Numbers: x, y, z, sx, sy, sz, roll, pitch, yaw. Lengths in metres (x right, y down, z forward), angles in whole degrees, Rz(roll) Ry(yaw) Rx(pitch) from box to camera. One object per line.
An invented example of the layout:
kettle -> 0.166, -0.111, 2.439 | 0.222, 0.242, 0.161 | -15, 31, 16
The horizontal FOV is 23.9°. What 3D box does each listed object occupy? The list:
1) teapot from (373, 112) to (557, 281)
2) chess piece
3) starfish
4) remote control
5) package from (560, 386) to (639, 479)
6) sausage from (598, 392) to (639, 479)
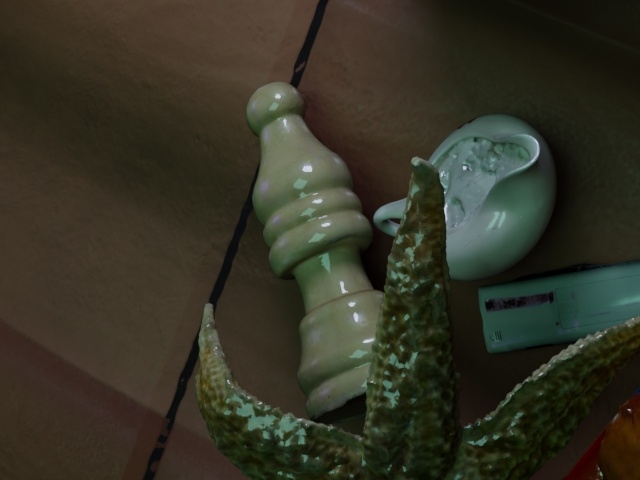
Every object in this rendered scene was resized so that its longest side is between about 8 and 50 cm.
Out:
teapot -> 0.131, -0.032, 1.265 | 0.226, 0.092, 0.145 | -24, 48, 50
chess piece -> 0.000, 0.000, 1.333 | 0.124, 0.139, 0.307 | -22, 76, 14
starfish -> 0.087, 0.154, 1.179 | 0.398, 0.132, 0.384 | 31, 101, -11
remote control -> 0.208, 0.054, 1.261 | 0.166, 0.029, 0.065 | -11, 85, 30
package -> 0.264, 0.172, 1.233 | 0.083, 0.022, 0.200 | 44, 112, 23
sausage -> 0.288, 0.223, 1.144 | 0.133, 0.133, 0.258 | -3, 104, 31
